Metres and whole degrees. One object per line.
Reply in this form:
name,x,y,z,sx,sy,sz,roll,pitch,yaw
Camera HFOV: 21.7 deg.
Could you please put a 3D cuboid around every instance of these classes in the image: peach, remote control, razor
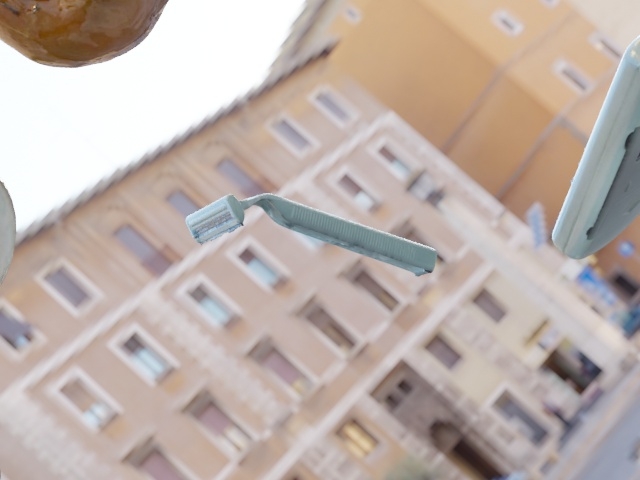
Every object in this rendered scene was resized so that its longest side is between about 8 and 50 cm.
peach,-0.359,-0.419,2.394,0.343,0.343,0.301,-52,9,23
remote control,0.305,-0.102,1.595,0.140,0.056,0.296,-34,-25,-31
razor,0.002,-0.010,1.812,0.111,0.278,0.056,-23,59,60

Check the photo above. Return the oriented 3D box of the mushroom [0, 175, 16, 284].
mushroom,-0.360,-0.018,1.171,0.254,0.195,0.189,-17,17,-37
